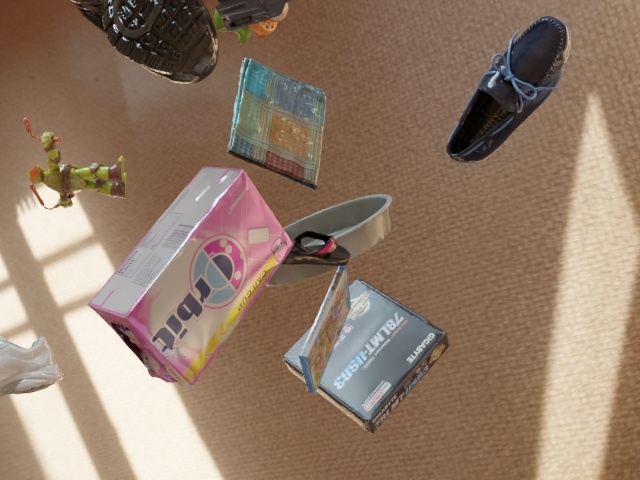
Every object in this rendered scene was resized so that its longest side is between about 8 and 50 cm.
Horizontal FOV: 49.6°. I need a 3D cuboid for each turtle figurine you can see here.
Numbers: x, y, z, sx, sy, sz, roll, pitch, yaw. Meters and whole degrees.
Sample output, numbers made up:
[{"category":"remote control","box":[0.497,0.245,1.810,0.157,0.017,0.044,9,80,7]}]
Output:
[{"category":"turtle figurine","box":[-0.535,-0.145,1.490,0.270,0.217,0.087,100,167,-47]}]

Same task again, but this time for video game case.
[{"category":"video game case","box":[0.010,0.138,1.067,0.015,0.119,0.166,13,55,17]}]

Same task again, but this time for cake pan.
[{"category":"cake pan","box":[0.000,0.000,1.239,0.293,0.293,0.054,-16,104,34]}]

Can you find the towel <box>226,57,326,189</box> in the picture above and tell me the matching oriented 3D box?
[{"category":"towel","box":[-0.111,-0.329,1.906,0.040,0.271,0.370,-48,30,46]}]

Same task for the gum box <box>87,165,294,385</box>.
[{"category":"gum box","box":[-0.118,0.034,0.653,0.062,0.107,0.188,9,54,40]}]

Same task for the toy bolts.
[{"category":"toy bolts","box":[-0.179,-0.563,1.481,0.158,0.228,0.219,-10,77,33]}]

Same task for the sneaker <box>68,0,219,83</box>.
[{"category":"sneaker","box":[-0.193,-0.251,0.778,0.109,0.130,0.286,-47,58,1]}]

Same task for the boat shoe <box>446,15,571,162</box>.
[{"category":"boat shoe","box":[0.287,-0.217,1.055,0.109,0.089,0.258,41,122,26]}]

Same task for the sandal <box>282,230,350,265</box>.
[{"category":"sandal","box":[-0.011,0.009,0.983,0.067,0.179,0.040,19,100,33]}]

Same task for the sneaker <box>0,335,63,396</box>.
[{"category":"sneaker","box":[-0.584,0.228,1.219,0.090,0.232,0.115,-34,72,50]}]

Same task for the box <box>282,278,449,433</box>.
[{"category":"box","box":[0.108,0.269,1.681,0.295,0.073,0.293,-44,49,-19]}]

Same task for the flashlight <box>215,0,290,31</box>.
[{"category":"flashlight","box":[0.007,-0.364,0.857,0.303,0.103,0.103,-14,71,7]}]
